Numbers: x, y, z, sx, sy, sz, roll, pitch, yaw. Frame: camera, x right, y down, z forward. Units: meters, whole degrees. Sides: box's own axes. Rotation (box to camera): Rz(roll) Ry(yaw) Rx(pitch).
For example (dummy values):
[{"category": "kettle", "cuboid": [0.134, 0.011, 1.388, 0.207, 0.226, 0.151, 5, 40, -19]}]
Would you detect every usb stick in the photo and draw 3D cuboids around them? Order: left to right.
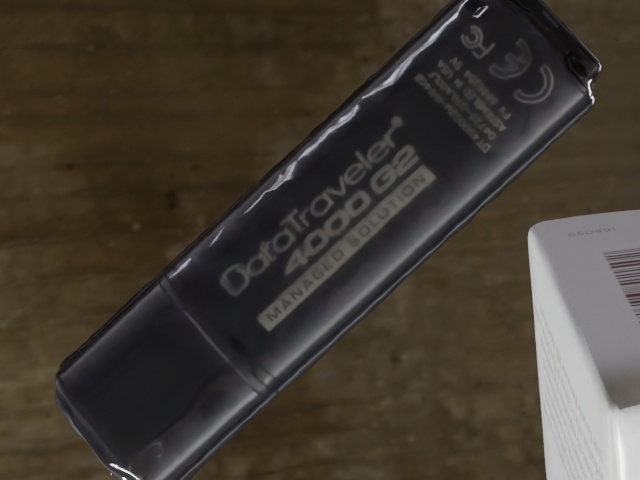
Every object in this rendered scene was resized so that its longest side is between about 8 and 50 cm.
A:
[{"category": "usb stick", "cuboid": [0.000, 0.000, 0.799, 0.278, 0.045, 0.077, -43, -99, 7]}]

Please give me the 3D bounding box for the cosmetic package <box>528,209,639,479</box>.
[{"category": "cosmetic package", "cuboid": [0.219, 0.227, 0.971, 0.162, 0.230, 0.453, -7, -67, -1]}]
